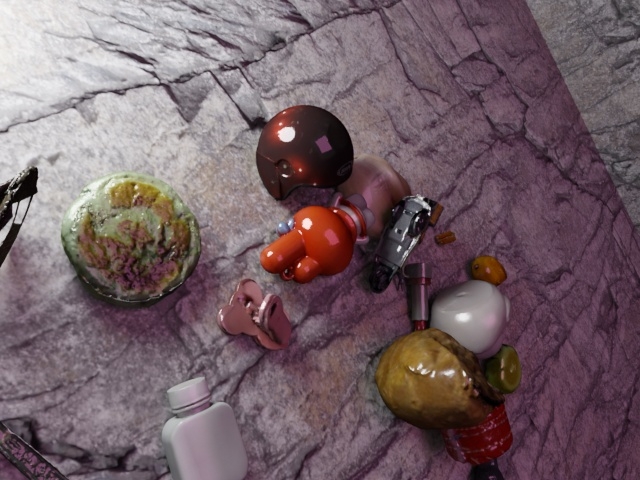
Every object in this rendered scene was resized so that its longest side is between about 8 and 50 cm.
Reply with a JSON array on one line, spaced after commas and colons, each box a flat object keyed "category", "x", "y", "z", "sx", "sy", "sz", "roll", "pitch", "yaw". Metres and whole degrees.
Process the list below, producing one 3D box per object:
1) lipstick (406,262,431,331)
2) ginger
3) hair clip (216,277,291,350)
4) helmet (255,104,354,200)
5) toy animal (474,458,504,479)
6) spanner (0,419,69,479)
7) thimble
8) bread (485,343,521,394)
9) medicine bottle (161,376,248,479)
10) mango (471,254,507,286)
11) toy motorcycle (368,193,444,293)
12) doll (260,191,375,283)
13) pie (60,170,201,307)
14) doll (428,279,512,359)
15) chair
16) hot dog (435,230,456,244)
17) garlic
[{"category": "lipstick", "x": 0.255, "y": 0.154, "z": 1.267, "sx": 0.057, "sy": 0.063, "sz": 0.186, "roll": 9, "pitch": 77, "yaw": -37}, {"category": "ginger", "x": 0.235, "y": 0.312, "z": 1.071, "sx": 0.200, "sy": 0.223, "sz": 0.269, "roll": 42, "pitch": 14, "yaw": -11}, {"category": "hair clip", "x": -0.120, "y": 0.152, "z": 0.965, "sx": 0.123, "sy": 0.102, "sz": 0.138, "roll": -65, "pitch": 151, "yaw": -31}, {"category": "helmet", "x": -0.033, "y": -0.191, "z": 1.059, "sx": 0.216, "sy": 0.193, "sz": 0.189, "roll": 29, "pitch": 44, "yaw": 22}, {"category": "toy animal", "x": 0.430, "y": 0.621, "z": 1.222, "sx": 0.121, "sy": 0.117, "sz": 0.209, "roll": 17, "pitch": 67, "yaw": -28}, {"category": "spanner", "x": -0.426, "y": 0.276, "z": 0.667, "sx": 0.325, "sy": 0.026, "sz": 0.093, "roll": 53, "pitch": 51, "yaw": -15}, {"category": "thimble", "x": 0.367, "y": 0.437, "z": 1.186, "sx": 0.189, "sy": 0.163, "sz": 0.124, "roll": -10, "pitch": 84, "yaw": -71}, {"category": "bread", "x": 0.519, "y": 0.366, "z": 1.407, "sx": 0.130, "sy": 0.071, "sz": 0.139, "roll": 7, "pitch": 73, "yaw": -36}, {"category": "medicine bottle", "x": -0.196, "y": 0.325, "z": 0.816, "sx": 0.119, "sy": 0.069, "sz": 0.183, "roll": -16, "pitch": 88, "yaw": -41}, {"category": "mango", "x": 0.515, "y": 0.095, "z": 1.500, "sx": 0.188, "sy": 0.066, "sz": 0.101, "roll": 5, "pitch": 65, "yaw": -45}, {"category": "toy motorcycle", "x": 0.199, "y": 0.012, "z": 1.191, "sx": 0.157, "sy": 0.091, "sz": 0.263, "roll": 20, "pitch": 97, "yaw": -59}, {"category": "doll", "x": 0.000, "y": 0.000, "z": 1.051, "sx": 0.290, "sy": 0.130, "sz": 0.161, "roll": -37, "pitch": 102, "yaw": -31}, {"category": "pie", "x": -0.311, "y": -0.003, "z": 0.837, "sx": 0.241, "sy": 0.054, "sz": 0.240, "roll": 12, "pitch": 70, "yaw": -36}, {"category": "doll", "x": 0.396, "y": 0.226, "z": 1.279, "sx": 0.221, "sy": 0.221, "sz": 0.251, "roll": 59, "pitch": 15, "yaw": -9}, {"category": "chair", "x": -0.456, "y": -0.006, "z": 0.646, "sx": 0.213, "sy": 0.174, "sz": 0.149, "roll": -28, "pitch": 91, "yaw": -31}, {"category": "hot dog", "x": 0.362, "y": -0.006, "z": 1.432, "sx": 0.083, "sy": 0.021, "sz": 0.037, "roll": -12, "pitch": 63, "yaw": -39}, {"category": "garlic", "x": 0.138, "y": -0.118, "z": 1.222, "sx": 0.228, "sy": 0.110, "sz": 0.217, "roll": 44, "pitch": 56, "yaw": -22}]
